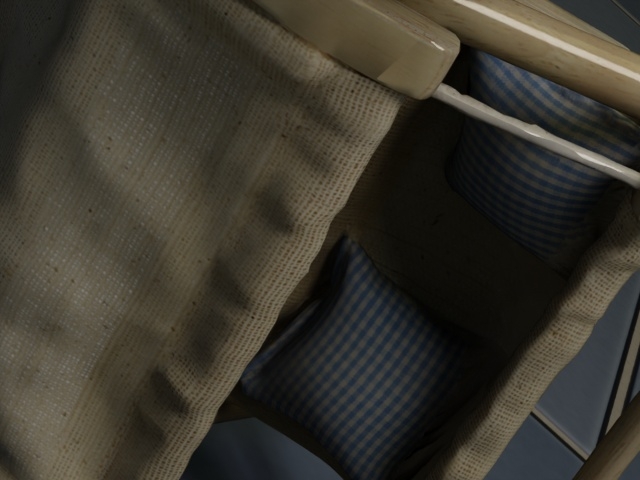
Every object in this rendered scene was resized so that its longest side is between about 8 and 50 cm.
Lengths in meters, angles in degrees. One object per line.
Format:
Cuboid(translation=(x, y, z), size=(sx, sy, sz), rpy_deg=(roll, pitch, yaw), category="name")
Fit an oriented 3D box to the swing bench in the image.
Cuboid(translation=(0.000, 0.000, 0.669), size=(0.255, 0.253, 0.165), rpy_deg=(9, 37, -31), category="swing bench")
